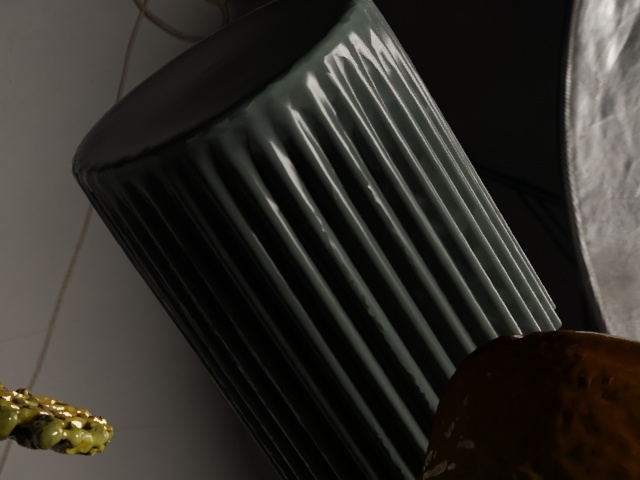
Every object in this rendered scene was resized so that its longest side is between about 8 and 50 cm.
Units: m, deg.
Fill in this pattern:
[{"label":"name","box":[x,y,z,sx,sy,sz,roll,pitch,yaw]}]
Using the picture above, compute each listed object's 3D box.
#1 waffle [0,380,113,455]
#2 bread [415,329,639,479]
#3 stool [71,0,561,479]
[{"label":"waffle","box":[-0.419,0.211,0.935,0.312,0.307,0.060,21,76,-1]},{"label":"bread","box":[0.168,0.151,0.334,0.270,0.195,0.142,31,53,18]},{"label":"stool","box":[0.000,0.000,0.598,0.297,0.297,0.330,-41,120,-15]}]
